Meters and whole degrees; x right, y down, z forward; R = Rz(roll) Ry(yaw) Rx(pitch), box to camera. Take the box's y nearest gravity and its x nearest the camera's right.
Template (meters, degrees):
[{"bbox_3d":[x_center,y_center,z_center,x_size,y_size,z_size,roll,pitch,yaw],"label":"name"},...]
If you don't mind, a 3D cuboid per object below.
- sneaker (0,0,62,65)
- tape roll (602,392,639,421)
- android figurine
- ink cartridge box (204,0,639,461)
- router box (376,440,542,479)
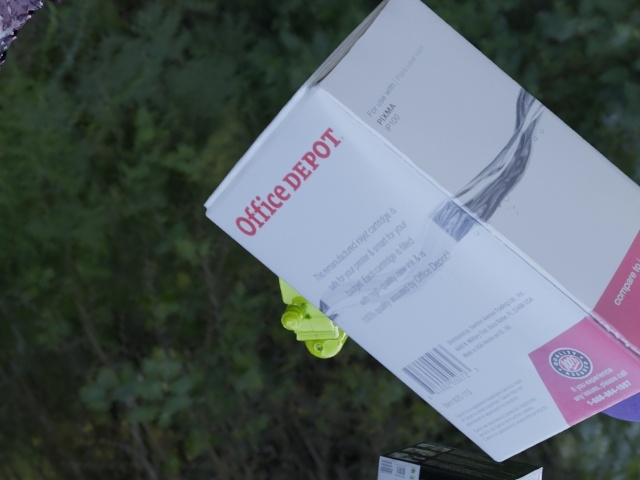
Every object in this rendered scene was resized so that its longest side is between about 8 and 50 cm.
[{"bbox_3d":[-0.240,-0.184,1.164,0.162,0.281,0.106,3,-170,-28],"label":"sneaker"},{"bbox_3d":[0.419,0.107,1.966,0.090,0.274,0.275,-24,177,-33],"label":"tape roll"},{"bbox_3d":[0.000,0.000,1.480,0.056,0.248,0.273,-3,-157,16],"label":"android figurine"},{"bbox_3d":[0.089,-0.004,0.957,0.117,0.283,0.207,-52,-175,-33],"label":"ink cartridge box"},{"bbox_3d":[0.183,0.310,1.868,0.179,0.046,0.133,9,-173,31],"label":"router box"}]
